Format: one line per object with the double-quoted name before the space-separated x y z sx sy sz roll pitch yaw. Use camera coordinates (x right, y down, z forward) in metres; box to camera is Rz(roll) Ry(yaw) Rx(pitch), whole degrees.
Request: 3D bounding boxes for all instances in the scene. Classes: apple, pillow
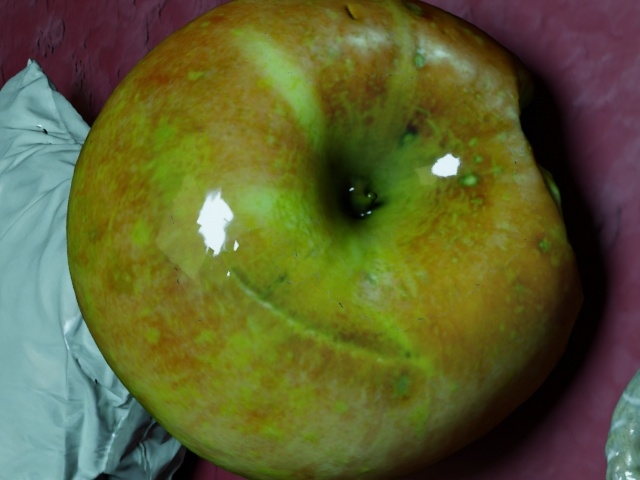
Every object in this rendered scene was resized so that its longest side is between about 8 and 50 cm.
"apple" 0.000 0.000 0.919 0.226 0.246 0.246 140 125 -69
"pillow" -0.174 0.065 1.196 0.310 0.138 0.283 45 123 50

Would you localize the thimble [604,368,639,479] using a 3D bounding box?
"thimble" 0.170 0.082 0.774 0.110 0.062 0.084 -56 47 38
